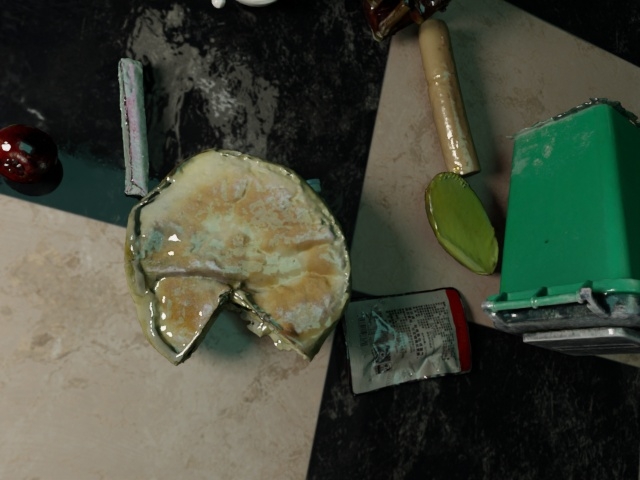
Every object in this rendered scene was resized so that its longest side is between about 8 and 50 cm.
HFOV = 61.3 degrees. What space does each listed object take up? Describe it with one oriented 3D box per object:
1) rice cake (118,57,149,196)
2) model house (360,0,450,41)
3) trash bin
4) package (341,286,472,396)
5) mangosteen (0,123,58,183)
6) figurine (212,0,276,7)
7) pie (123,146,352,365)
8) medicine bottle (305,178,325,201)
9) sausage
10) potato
[{"bbox_3d":[-0.272,-0.164,0.787,0.033,0.033,0.207,-2,82,-31],"label":"rice cake"},{"bbox_3d":[0.188,-0.551,0.880,0.317,0.282,0.297,-33,85,-20],"label":"model house"},{"bbox_3d":[0.430,-0.015,0.902,0.295,0.259,0.381,18,67,-33],"label":"trash bin"},{"bbox_3d":[0.145,0.161,0.889,0.239,0.030,0.154,-4,81,-21],"label":"package"},{"bbox_3d":[-0.387,-0.116,0.712,0.081,0.081,0.080,4,79,-20],"label":"mangosteen"},{"bbox_3d":[-0.085,-0.473,0.868,0.257,0.145,0.182,-44,118,-24],"label":"figurine"},{"bbox_3d":[-0.112,0.022,0.768,0.338,0.075,0.337,2,76,-9],"label":"pie"},{"bbox_3d":[0.000,0.000,0.852,0.051,0.051,0.191,-12,85,-22],"label":"medicine bottle"},{"bbox_3d":[0.230,-0.258,0.980,0.066,0.066,0.301,-9,82,-22],"label":"sausage"},{"bbox_3d":[0.240,-0.026,0.948,0.198,0.054,0.119,49,63,-12],"label":"potato"}]
